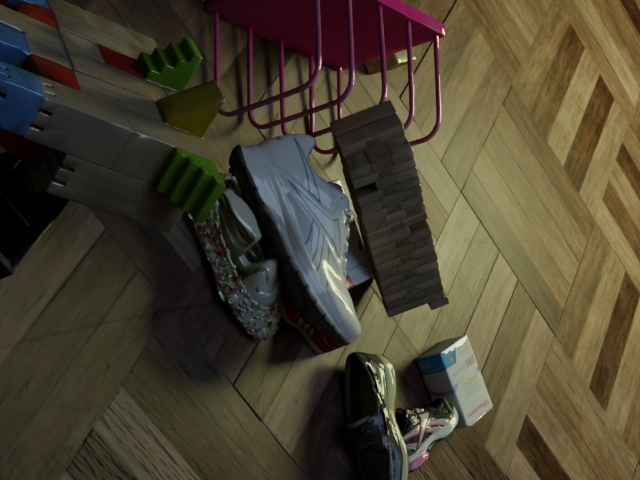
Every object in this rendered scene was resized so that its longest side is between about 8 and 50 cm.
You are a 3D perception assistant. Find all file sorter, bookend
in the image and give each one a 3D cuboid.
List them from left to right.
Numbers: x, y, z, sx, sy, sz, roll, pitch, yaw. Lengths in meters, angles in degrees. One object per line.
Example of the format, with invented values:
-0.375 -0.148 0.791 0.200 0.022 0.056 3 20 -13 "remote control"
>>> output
-0.359 -0.061 1.413 0.156 0.072 0.157 54 41 -23 "bookend"
0.012 -0.235 1.848 0.290 0.202 0.182 17 67 -48 "file sorter"

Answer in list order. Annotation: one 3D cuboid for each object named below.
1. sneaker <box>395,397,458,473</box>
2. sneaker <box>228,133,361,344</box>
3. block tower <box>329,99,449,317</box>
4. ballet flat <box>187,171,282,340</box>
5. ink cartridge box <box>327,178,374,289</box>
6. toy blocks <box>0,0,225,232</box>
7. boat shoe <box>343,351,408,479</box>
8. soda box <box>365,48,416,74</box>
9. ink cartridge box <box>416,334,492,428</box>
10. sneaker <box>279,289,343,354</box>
0.137 0.266 1.919 0.077 0.072 0.178 56 33 -4 "sneaker"
-0.007 -0.006 1.737 0.129 0.111 0.297 -25 94 -19 "sneaker"
0.098 -0.031 1.845 0.335 0.097 0.091 70 -1 -45 "block tower"
-0.101 0.019 1.705 0.091 0.077 0.241 -42 110 -49 "ballet flat"
0.000 0.000 1.849 0.109 0.063 0.150 -25 97 -53 "ink cartridge box"
-0.279 -0.160 1.411 0.261 0.191 0.381 20 24 -32 "toy blocks"
0.066 0.259 1.827 0.073 0.080 0.223 19 57 -41 "boat shoe"
0.084 -0.357 2.096 0.058 0.061 0.181 -22 93 -53 "soda box"
0.205 0.218 2.034 0.088 0.052 0.122 -25 95 -52 "ink cartridge box"
-0.005 0.104 1.799 0.118 0.067 0.042 49 44 -27 "sneaker"
